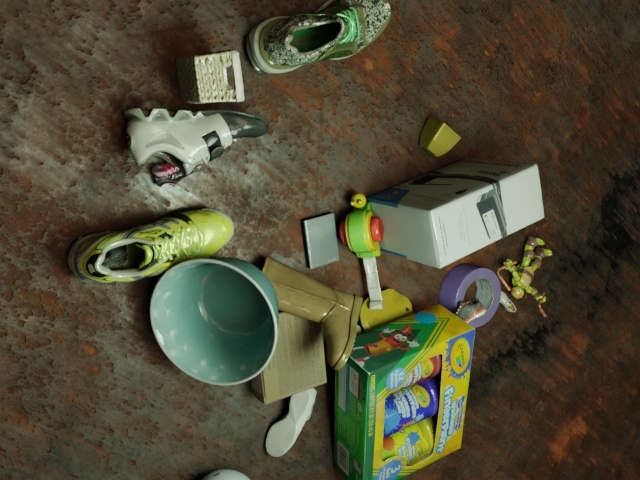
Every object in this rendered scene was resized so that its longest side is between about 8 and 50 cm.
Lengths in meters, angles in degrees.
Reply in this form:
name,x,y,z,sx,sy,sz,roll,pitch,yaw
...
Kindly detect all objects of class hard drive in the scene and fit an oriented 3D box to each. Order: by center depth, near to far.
name,x,y,z,sx,sy,sz,roll,pitch,yaw
hard drive,0.000,0.000,1.899,0.094,0.022,0.135,-16,109,-29

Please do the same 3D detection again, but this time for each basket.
name,x,y,z,sx,sy,sz,roll,pitch,yaw
basket,-0.249,-0.361,1.583,0.103,0.167,0.113,-13,106,-23

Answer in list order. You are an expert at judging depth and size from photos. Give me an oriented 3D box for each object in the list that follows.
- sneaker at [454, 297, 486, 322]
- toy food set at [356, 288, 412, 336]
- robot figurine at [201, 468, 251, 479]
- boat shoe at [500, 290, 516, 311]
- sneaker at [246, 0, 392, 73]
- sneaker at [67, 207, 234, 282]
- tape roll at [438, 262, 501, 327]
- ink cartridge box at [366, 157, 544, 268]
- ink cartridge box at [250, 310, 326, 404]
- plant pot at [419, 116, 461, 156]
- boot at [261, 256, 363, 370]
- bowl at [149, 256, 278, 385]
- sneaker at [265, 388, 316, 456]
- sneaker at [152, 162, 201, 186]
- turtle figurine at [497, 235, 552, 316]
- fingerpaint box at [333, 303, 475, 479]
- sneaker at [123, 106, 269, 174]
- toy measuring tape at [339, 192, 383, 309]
name,x,y,z,sx,sy,sz,roll,pitch,yaw
sneaker,0.416,0.217,2.105,0.157,0.061,0.065,-23,85,-27
toy food set,0.158,0.219,2.027,0.217,0.071,0.128,-19,86,-30
robot figurine,-0.255,0.724,1.798,0.209,0.173,0.278,15,92,-66
boat shoe,0.609,0.201,2.320,0.035,0.035,0.100,-48,121,-14
sneaker,0.034,-0.502,1.718,0.410,0.182,0.158,-28,114,-25
sneaker,-0.360,0.025,1.602,0.384,0.147,0.145,-19,108,-29
tape roll,0.462,0.169,2.195,0.189,0.080,0.189,-7,104,-30
ink cartridge box,0.371,-0.090,1.958,0.394,0.285,0.166,-23,111,-27
ink cartridge box,-0.092,0.284,1.861,0.193,0.088,0.235,-12,106,-29
plant pot,0.330,-0.287,2.017,0.081,0.081,0.083,32,94,-33
boot,-0.044,0.183,1.765,0.269,0.089,0.236,22,44,-7
bowl,-0.224,0.163,1.662,0.163,0.311,0.312,-51,135,-66
sneaker,-0.068,0.496,1.938,0.212,0.080,0.094,-59,155,2
sneaker,-0.333,-0.154,1.650,0.119,0.047,0.057,-15,130,-28
turtle figurine,0.676,0.112,2.314,0.269,0.087,0.217,39,71,-23
fingerpaint box,0.233,0.451,2.003,0.371,0.163,0.445,-16,122,-29
sneaker,-0.274,-0.222,1.612,0.330,0.122,0.146,-5,90,-23
toy measuring tape,0.119,0.037,1.912,0.121,0.121,0.330,-12,98,-30
